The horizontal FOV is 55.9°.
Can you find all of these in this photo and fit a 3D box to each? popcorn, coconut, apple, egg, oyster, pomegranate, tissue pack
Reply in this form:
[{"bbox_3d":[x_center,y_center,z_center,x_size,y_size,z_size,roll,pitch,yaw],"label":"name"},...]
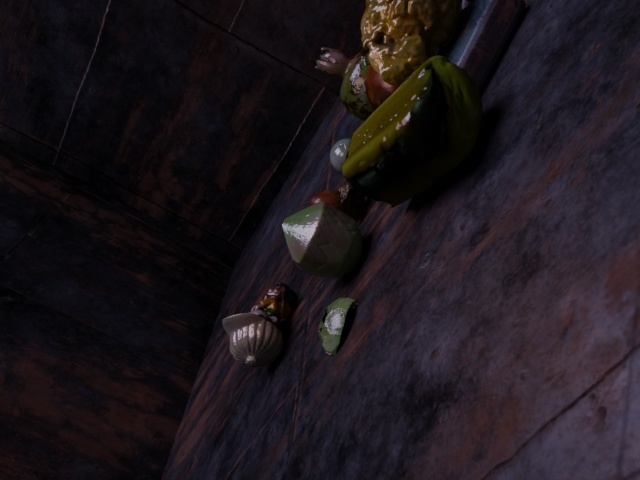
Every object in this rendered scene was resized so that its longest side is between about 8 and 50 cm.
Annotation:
[{"bbox_3d":[0.212,-0.544,1.523,0.264,0.225,0.333,4,78,56],"label":"popcorn"},{"bbox_3d":[0.037,0.197,1.510,0.133,0.055,0.158,-59,13,18],"label":"coconut"},{"bbox_3d":[0.239,-0.453,1.741,0.230,0.229,0.230,-57,13,21],"label":"apple"},{"bbox_3d":[0.000,0.000,1.675,0.205,0.235,0.236,-55,13,42],"label":"coconut"},{"bbox_3d":[0.102,-0.315,2.215,0.131,0.131,0.164,-55,7,29],"label":"egg"},{"bbox_3d":[0.100,-0.130,1.864,0.056,0.105,0.177,-8,48,39],"label":"oyster"},{"bbox_3d":[0.146,-0.570,2.085,0.285,0.340,0.285,-61,9,16],"label":"pomegranate"},{"bbox_3d":[0.360,-0.453,1.514,0.316,0.103,0.228,-62,14,1],"label":"tissue pack"}]

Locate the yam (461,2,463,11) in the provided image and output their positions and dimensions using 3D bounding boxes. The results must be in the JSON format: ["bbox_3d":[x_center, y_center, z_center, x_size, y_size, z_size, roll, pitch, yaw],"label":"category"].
[{"bbox_3d":[0.409,-0.652,1.813,0.079,0.079,0.141,-48,19,47],"label":"yam"}]

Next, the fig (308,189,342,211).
[{"bbox_3d":[0.046,-0.095,1.953,0.149,0.148,0.202,-2,13,44],"label":"fig"}]

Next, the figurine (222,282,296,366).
[{"bbox_3d":[-0.173,0.285,2.009,0.332,0.204,0.185,-31,-19,-52],"label":"figurine"}]

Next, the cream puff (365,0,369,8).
[{"bbox_3d":[0.292,-0.810,1.989,0.378,0.378,0.276,-44,14,54],"label":"cream puff"}]

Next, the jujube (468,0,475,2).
[{"bbox_3d":[0.461,-0.758,1.533,0.318,0.223,0.223,-36,26,43],"label":"jujube"}]

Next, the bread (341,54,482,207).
[{"bbox_3d":[0.210,-0.230,1.371,0.376,0.208,0.251,-42,26,58],"label":"bread"}]

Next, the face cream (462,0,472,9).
[{"bbox_3d":[0.492,-0.819,1.827,0.163,0.080,0.337,121,170,-45],"label":"face cream"}]
